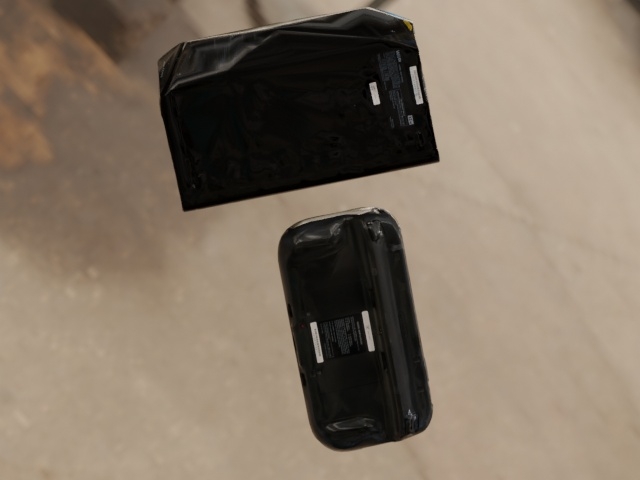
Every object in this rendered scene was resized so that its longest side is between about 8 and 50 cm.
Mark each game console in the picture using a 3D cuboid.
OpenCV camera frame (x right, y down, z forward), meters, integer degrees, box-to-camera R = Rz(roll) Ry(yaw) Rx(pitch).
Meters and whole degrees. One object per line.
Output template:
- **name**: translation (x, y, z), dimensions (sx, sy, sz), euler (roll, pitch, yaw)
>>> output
- **game console**: translation (0.000, 0.000, 1.563), dimensions (0.044, 0.213, 0.361), euler (-90, 170, -79)
